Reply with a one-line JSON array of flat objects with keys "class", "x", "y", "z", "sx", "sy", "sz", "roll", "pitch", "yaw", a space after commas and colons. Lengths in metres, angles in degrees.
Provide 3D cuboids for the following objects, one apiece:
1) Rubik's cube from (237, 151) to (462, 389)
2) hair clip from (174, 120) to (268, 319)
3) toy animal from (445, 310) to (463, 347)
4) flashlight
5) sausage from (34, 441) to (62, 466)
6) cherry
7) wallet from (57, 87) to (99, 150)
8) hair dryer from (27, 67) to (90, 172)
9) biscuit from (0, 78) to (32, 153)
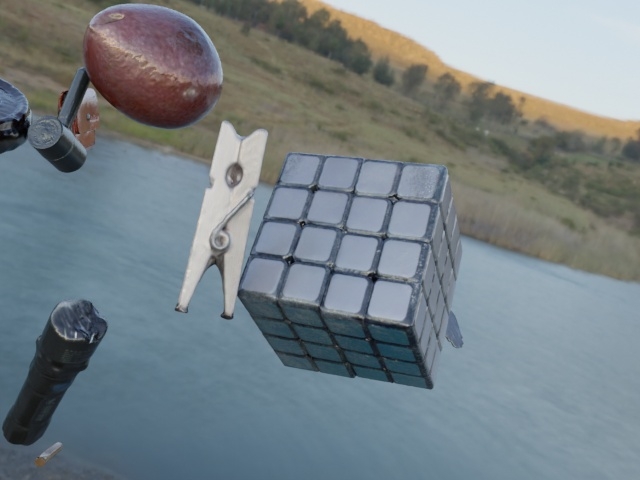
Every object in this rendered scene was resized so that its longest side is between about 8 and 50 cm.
[{"class": "Rubik's cube", "x": 0.077, "y": 0.062, "z": 1.512, "sx": 0.336, "sy": 0.344, "sz": 0.344, "roll": 7, "pitch": -27, "yaw": 21}, {"class": "hair clip", "x": -0.162, "y": -0.033, "z": 1.302, "sx": 0.101, "sy": 0.331, "sz": 0.085, "roll": 13, "pitch": 5, "yaw": -3}, {"class": "toy animal", "x": 0.165, "y": 0.166, "z": 1.899, "sx": 0.284, "sy": 0.302, "sz": 0.225, "roll": 16, "pitch": -33, "yaw": -43}, {"class": "flashlight", "x": -0.505, "y": 0.260, "z": 1.419, "sx": 0.103, "sy": 0.424, "sz": 0.103, "roll": 22, "pitch": 41, "yaw": -20}, {"class": "sausage", "x": -0.653, "y": 0.514, "z": 1.847, "sx": 0.026, "sy": 0.026, "sz": 0.116, "roll": 18, "pitch": 5, "yaw": 2}, {"class": "cherry", "x": -0.324, "y": -0.338, "z": 1.479, "sx": 0.307, "sy": 0.221, "sz": 0.261, "roll": 14, "pitch": 32, "yaw": -51}, {"class": "wallet", "x": -0.523, "y": -0.258, "z": 1.666, "sx": 0.045, "sy": 0.143, "sz": 0.204, "roll": 2, "pitch": 12, "yaw": -5}, {"class": "hair dryer", "x": -0.489, "y": -0.252, "z": 1.502, "sx": 0.071, "sy": 0.219, "sz": 0.124, "roll": 13, "pitch": -14, "yaw": 10}, {"class": "biscuit", "x": -0.783, "y": -0.283, "z": 1.523, "sx": 0.407, "sy": 0.091, "sz": 0.407, "roll": 15, "pitch": 23, "yaw": -7}]
